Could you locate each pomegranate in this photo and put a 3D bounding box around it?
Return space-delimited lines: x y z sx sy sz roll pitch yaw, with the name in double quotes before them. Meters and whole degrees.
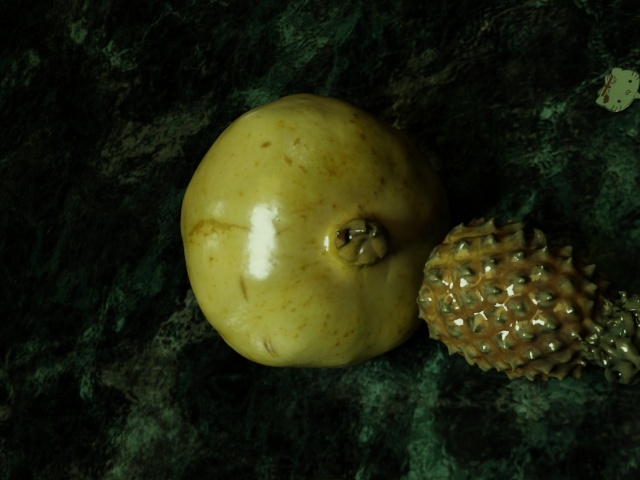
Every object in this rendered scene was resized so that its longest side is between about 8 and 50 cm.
"pomegranate" 0.000 0.000 1.329 0.342 0.342 0.342 -18 60 34

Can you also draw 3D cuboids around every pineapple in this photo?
"pineapple" 0.277 0.096 1.189 0.361 0.175 0.175 26 89 29

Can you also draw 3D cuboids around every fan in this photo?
"fan" 0.361 -0.173 1.327 0.083 0.004 0.056 25 88 45

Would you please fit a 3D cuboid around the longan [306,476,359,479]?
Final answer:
"longan" 0.011 0.359 1.264 0.220 0.196 0.196 -6 67 27
